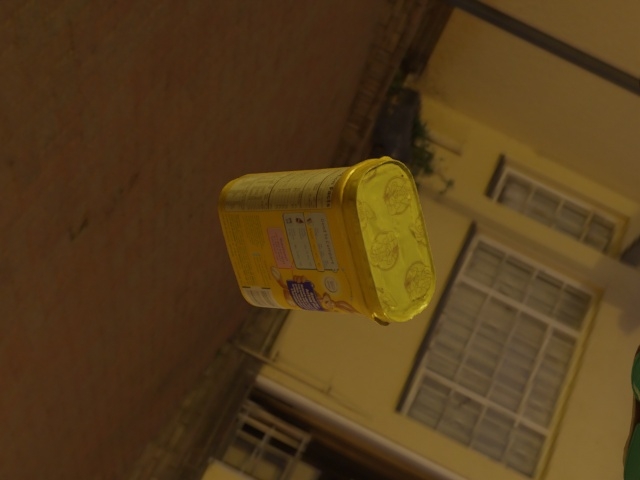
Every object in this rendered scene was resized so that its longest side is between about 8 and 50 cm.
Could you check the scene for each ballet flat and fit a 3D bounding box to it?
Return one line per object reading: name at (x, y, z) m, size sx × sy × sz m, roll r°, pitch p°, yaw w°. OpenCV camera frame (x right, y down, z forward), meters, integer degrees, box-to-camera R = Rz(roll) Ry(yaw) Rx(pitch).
ballet flat at (0.328, 0.153, 0.878) m, size 0.248 × 0.086 × 0.086 m, roll 84°, pitch 26°, yaw -47°

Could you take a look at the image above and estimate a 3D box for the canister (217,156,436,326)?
canister at (0.000, 0.000, 0.790) m, size 0.073 × 0.170 × 0.126 m, roll -27°, pitch 109°, yaw -41°
